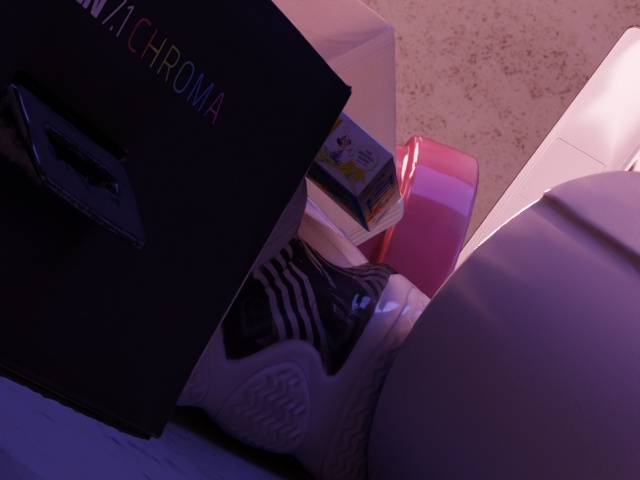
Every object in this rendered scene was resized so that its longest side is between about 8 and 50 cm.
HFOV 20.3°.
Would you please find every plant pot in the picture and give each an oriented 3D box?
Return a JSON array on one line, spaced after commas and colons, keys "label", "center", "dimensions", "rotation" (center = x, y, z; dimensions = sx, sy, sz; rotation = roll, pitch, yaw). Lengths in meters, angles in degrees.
[{"label": "plant pot", "center": [0.000, 0.000, 1.349], "dimensions": [0.180, 0.201, 0.201], "rotation": [20, 4, -4]}]

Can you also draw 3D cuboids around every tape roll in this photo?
[{"label": "tape roll", "center": [0.169, 0.107, 0.932], "dimensions": [0.169, 0.246, 0.246], "rotation": [39, 4, 40]}]

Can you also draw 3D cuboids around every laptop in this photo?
[{"label": "laptop", "center": [0.161, -0.009, 1.299], "dimensions": [0.236, 0.382, 0.408], "rotation": [35, 3, -33]}]

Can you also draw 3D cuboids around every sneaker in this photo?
[{"label": "sneaker", "center": [-0.080, -0.005, 0.921], "dimensions": [0.210, 0.137, 0.366], "rotation": [37, -2, 43]}]

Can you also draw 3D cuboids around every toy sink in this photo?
[{"label": "toy sink", "center": [-0.039, -0.064, 1.179], "dimensions": [0.153, 0.131, 0.234], "rotation": [42, -30, 36]}]

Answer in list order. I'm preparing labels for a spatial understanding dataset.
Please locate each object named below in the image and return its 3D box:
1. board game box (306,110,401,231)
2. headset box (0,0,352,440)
[{"label": "board game box", "center": [-0.008, -0.055, 0.880], "dimensions": [0.103, 0.026, 0.154], "rotation": [41, -2, 6]}, {"label": "headset box", "center": [-0.155, -0.077, 0.494], "dimensions": [0.283, 0.131, 0.246], "rotation": [26, -7, 27]}]
